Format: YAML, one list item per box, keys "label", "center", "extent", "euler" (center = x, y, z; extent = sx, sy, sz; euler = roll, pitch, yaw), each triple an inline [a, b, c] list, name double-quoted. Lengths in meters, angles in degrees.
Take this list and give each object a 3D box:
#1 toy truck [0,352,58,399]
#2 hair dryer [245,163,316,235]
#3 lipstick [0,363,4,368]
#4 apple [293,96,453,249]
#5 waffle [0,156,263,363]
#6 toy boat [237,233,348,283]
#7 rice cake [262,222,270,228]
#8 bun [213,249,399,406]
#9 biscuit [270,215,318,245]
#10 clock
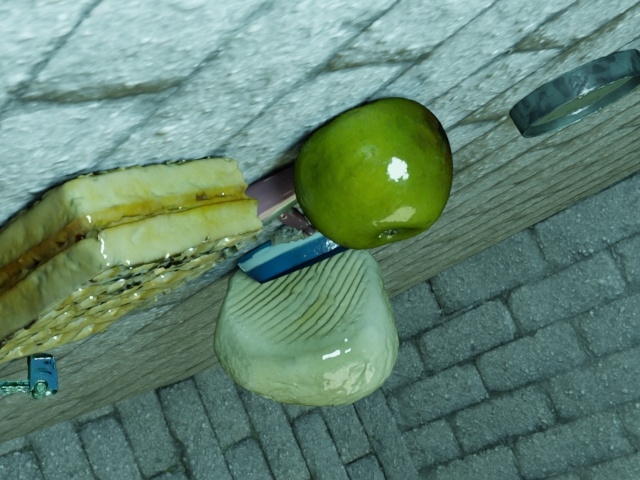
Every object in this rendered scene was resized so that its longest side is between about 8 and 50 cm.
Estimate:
- label: "toy truck"
  center: [-0.557, 0.242, 1.903]
  extent: [0.175, 0.081, 0.067]
  euler: [0, 162, -21]
- label: "hair dryer"
  center: [-0.036, -0.045, 1.428]
  extent: [0.106, 0.054, 0.154]
  euler: [-28, 154, 1]
- label: "lipstick"
  center: [-0.528, 0.185, 1.553]
  extent: [0.080, 0.076, 0.371]
  euler: [-16, 169, -33]
- label: "apple"
  center: [0.066, -0.076, 1.273]
  extent: [0.197, 0.156, 0.196]
  euler: [-16, 166, -4]
- label: "waffle"
  center: [-0.265, 0.036, 1.209]
  extent: [0.376, 0.114, 0.261]
  euler: [-30, 168, 38]
- label: "toy boat"
  center: [0.000, 0.000, 1.868]
  extent: [0.299, 0.061, 0.096]
  euler: [-23, 172, -3]
- label: "rice cake"
  center: [-0.150, -0.014, 1.462]
  extent: [0.211, 0.038, 0.124]
  euler: [-19, 170, -31]
- label: "bun"
  center: [-0.016, 0.168, 1.918]
  extent: [0.353, 0.227, 0.349]
  euler: [14, -140, 32]
- label: "biscuit"
  center: [0.043, -0.055, 1.748]
  extent: [0.250, 0.032, 0.133]
  euler: [-29, 171, 28]
- label: "clock"
  center: [0.395, -0.221, 1.632]
  extent: [0.215, 0.041, 0.215]
  euler: [-23, 171, -4]
